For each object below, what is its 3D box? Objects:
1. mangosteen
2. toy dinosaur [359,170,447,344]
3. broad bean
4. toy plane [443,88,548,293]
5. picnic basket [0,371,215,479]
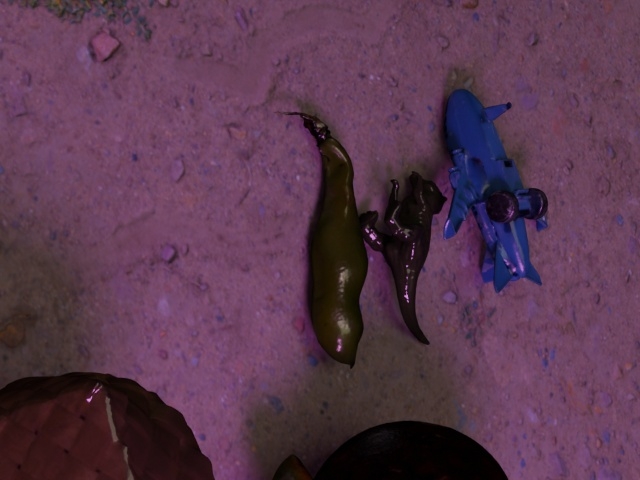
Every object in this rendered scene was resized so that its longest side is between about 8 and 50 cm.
[{"bbox_3d":[0.089,0.350,1.919,0.311,0.311,0.311,8,76,-35],"label":"mangosteen"},{"bbox_3d":[0.137,0.009,2.132,0.179,0.087,0.187,46,59,-19],"label":"toy dinosaur"},{"bbox_3d":[0.010,-0.001,2.063,0.098,0.056,0.318,-6,79,-31],"label":"broad bean"},{"bbox_3d":[0.221,-0.068,2.198,0.254,0.105,0.271,-6,85,-55],"label":"toy plane"},{"bbox_3d":[-0.249,0.278,1.707,0.337,0.337,0.293,-12,81,-37],"label":"picnic basket"}]
